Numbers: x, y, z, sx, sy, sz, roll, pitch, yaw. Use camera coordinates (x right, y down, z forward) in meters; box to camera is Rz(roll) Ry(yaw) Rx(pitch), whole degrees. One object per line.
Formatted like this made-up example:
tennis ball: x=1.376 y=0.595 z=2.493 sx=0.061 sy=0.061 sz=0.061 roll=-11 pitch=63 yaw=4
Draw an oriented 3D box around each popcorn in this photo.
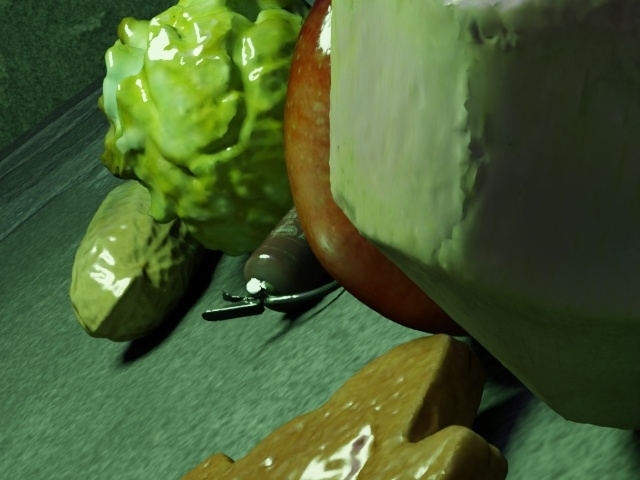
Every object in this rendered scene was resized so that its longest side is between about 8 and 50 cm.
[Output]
popcorn: x=-0.068 y=-0.090 z=1.275 sx=0.212 sy=0.198 sz=0.198 roll=17 pitch=45 yaw=24

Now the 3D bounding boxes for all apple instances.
apple: x=0.067 y=-0.049 z=0.860 sx=0.199 sy=0.199 sz=0.199 roll=-36 pitch=14 yaw=10

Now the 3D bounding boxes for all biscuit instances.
biscuit: x=-0.026 y=0.154 z=0.708 sx=0.284 sy=0.043 sz=0.306 roll=-38 pitch=16 yaw=-3

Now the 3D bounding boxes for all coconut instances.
coconut: x=0.099 y=-0.045 z=0.659 sx=0.197 sy=0.237 sz=0.237 roll=4 pitch=19 yaw=1

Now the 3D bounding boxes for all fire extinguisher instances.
fire extinguisher: x=0.000 y=0.000 z=1.142 sx=0.078 sy=0.045 sz=0.157 roll=2 pitch=36 yaw=36

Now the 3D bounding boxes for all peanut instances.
peanut: x=-0.131 y=0.010 z=1.351 sx=0.093 sy=0.083 sz=0.194 roll=-19 pitch=19 yaw=19
